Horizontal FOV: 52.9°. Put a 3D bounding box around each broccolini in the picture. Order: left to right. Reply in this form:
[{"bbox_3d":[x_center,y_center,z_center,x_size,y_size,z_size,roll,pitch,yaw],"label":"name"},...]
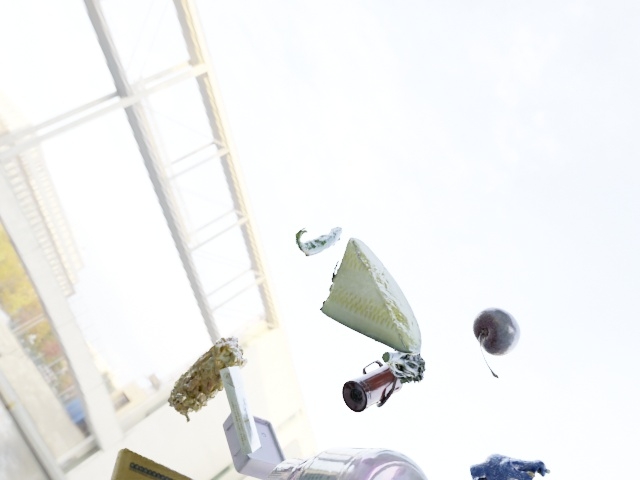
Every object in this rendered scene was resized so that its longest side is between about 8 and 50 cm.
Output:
[{"bbox_3d":[0.168,0.256,1.387,0.068,0.091,0.203,20,-10,39],"label":"broccolini"}]

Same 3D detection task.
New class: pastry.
[{"bbox_3d":[-0.292,0.352,1.623,0.102,0.250,0.154,43,9,-7],"label":"pastry"}]

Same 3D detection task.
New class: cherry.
[{"bbox_3d":[0.470,0.262,1.657,0.148,0.115,0.188,42,22,-59],"label":"cherry"}]

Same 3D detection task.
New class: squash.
[{"bbox_3d":[0.131,0.104,1.207,0.093,0.169,0.252,20,-1,-41],"label":"squash"}]

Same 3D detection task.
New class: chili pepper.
[{"bbox_3d":[0.000,0.000,2.068,0.076,0.085,0.359,43,15,11],"label":"chili pepper"}]

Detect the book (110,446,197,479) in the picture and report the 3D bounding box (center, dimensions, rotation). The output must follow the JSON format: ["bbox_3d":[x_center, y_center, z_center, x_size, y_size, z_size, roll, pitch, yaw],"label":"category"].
[{"bbox_3d":[-0.288,0.587,1.147,0.269,0.388,0.032,35,-62,-25],"label":"book"}]

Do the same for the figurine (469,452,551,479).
[{"bbox_3d":[0.641,0.780,2.184,0.263,0.120,0.164,-6,-41,12],"label":"figurine"}]

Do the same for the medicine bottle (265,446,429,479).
[{"bbox_3d":[0.043,0.519,1.226,0.302,0.241,0.241,-20,-78,49],"label":"medicine bottle"}]

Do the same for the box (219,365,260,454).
[{"bbox_3d":[-0.157,0.332,1.264,0.090,0.024,0.166,62,11,-79],"label":"box"}]

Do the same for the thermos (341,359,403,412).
[{"bbox_3d":[0.169,0.412,1.864,0.124,0.232,0.099,53,-51,21],"label":"thermos"}]

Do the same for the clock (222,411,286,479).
[{"bbox_3d":[-0.187,0.577,1.809,0.150,0.063,0.197,29,13,-32],"label":"clock"}]
